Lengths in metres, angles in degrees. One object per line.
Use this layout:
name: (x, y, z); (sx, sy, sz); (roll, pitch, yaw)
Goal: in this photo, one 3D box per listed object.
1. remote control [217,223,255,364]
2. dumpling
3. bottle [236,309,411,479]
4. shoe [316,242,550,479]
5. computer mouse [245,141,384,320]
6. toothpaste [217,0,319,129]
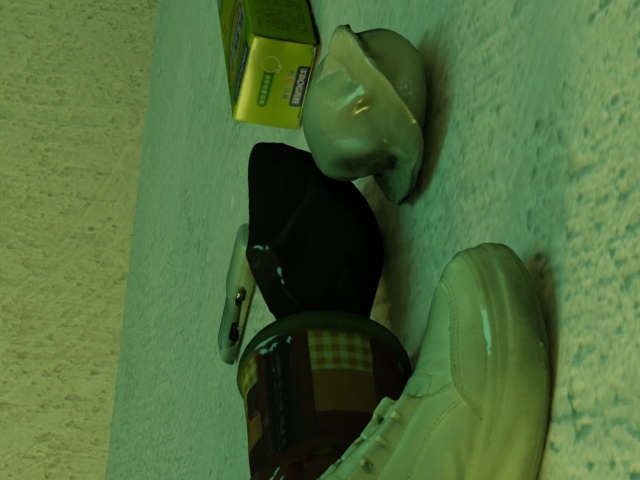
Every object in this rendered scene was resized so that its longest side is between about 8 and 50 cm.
remote control: (-0.100, 0.063, 1.952); (0.065, 0.029, 0.166); (-104, 25, -56)
dumpling: (0.039, -0.095, 1.321); (0.176, 0.092, 0.150); (125, 136, -54)
bottle: (0.004, 0.191, 1.171); (0.156, 0.143, 0.271); (111, 160, -47)
shoe: (0.042, 0.155, 0.993); (0.124, 0.159, 0.316); (147, 127, -75)
computer mouse: (0.000, 0.000, 1.355); (0.147, 0.088, 0.264); (58, -160, -32)
toothpaste: (-0.065, -0.255, 1.878); (0.327, 0.077, 0.110); (-101, 23, -55)
